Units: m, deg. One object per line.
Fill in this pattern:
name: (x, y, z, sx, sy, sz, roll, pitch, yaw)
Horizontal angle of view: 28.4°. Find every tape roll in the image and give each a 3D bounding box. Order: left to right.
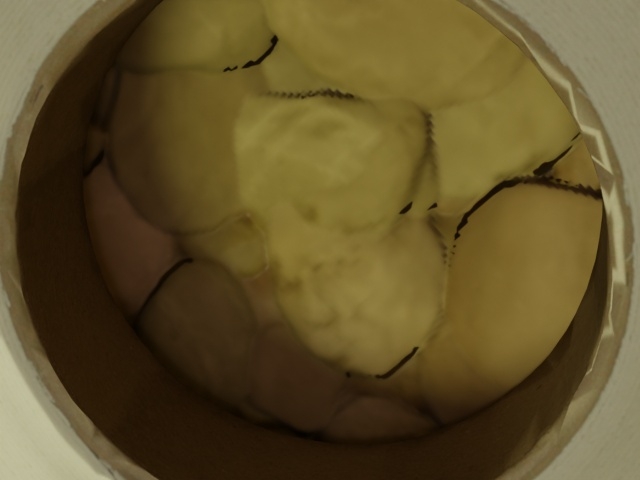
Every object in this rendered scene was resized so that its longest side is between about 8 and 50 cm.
tape roll: (0.000, 0.000, 0.433, 0.392, 0.072, 0.392, 3, 109, 9)
